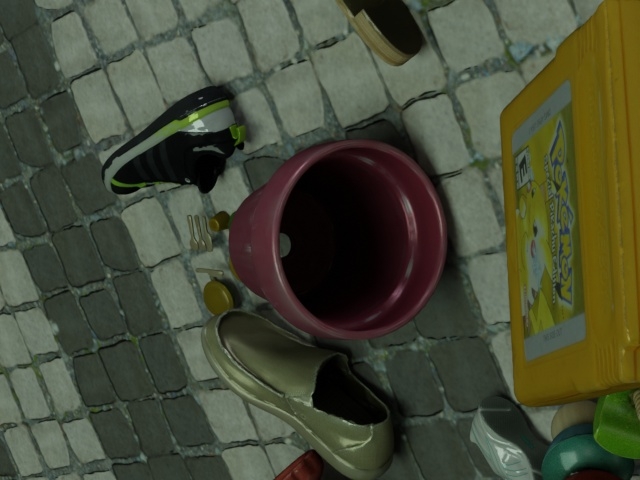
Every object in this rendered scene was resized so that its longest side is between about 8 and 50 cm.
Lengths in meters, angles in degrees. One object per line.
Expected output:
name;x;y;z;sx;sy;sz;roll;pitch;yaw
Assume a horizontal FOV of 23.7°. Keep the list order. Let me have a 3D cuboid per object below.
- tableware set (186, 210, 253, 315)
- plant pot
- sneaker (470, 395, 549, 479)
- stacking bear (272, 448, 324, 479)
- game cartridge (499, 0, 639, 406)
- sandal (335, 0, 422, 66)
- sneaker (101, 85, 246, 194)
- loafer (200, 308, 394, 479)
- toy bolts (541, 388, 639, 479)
tableware set;-0.103;0.037;1.797;0.104;0.024;0.154;4;112;39
plant pot;0.000;0.000;1.567;0.180;0.201;0.201;-1;110;61
sneaker;0.212;0.231;1.572;0.152;0.054;0.061;51;146;21
stacking bear;0.028;0.401;1.757;0.289;0.175;0.164;46;179;3
game cartridge;0.210;-0.014;1.248;0.323;0.053;0.285;116;152;-79
sandal;0.000;-0.262;1.497;0.079;0.088;0.240;-34;90;41
sneaker;-0.168;-0.087;1.750;0.235;0.084;0.097;-34;86;47
loafer;-0.017;0.155;1.721;0.268;0.102;0.092;36;131;14
toy bolts;0.306;0.171;1.422;0.218;0.158;0.228;22;124;-15
